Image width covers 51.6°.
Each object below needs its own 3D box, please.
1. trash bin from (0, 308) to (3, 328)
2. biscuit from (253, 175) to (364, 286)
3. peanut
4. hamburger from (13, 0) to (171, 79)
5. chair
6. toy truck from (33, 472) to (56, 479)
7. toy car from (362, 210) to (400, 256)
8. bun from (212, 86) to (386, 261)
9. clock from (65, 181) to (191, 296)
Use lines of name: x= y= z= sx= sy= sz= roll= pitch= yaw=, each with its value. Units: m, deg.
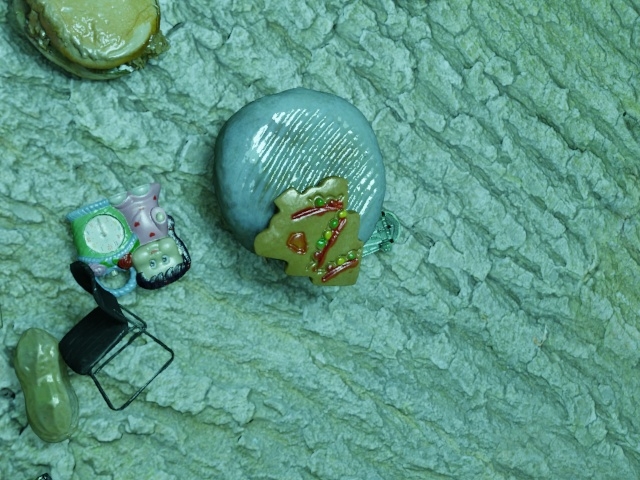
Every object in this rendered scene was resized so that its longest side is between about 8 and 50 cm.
trash bin: x=-0.615 y=0.133 z=1.171 sx=0.092 sy=0.043 sz=0.061 roll=-6 pitch=90 yaw=-23
biscuit: x=0.000 y=0.000 z=1.219 sx=0.212 sy=0.041 sz=0.239 roll=-41 pitch=115 yaw=-6
peanut: x=-0.492 y=0.260 z=1.187 sx=0.090 sy=0.098 sz=0.214 roll=-16 pitch=92 yaw=-9
hamburger: x=-0.407 y=-0.420 z=1.217 sx=0.286 sy=0.146 sz=0.243 roll=6 pitch=83 yaw=-27
chair: x=-0.390 y=0.163 z=1.160 sx=0.145 sy=0.140 sz=0.221 roll=-44 pitch=131 yaw=-16
toy truck: x=-0.567 y=0.499 z=1.139 sx=0.257 sy=0.127 sz=0.127 roll=-32 pitch=85 yaw=-20
toy car: x=0.086 y=-0.004 z=1.449 sx=0.186 sy=0.058 sz=0.093 roll=-21 pitch=97 yaw=-9
bun: x=-0.043 y=-0.120 z=1.316 sx=0.361 sy=0.211 sz=0.362 roll=-1 pitch=93 yaw=-20
clock: x=-0.359 y=0.009 z=1.251 sx=0.194 sy=0.100 sz=0.196 roll=-25 pitch=95 yaw=-16
